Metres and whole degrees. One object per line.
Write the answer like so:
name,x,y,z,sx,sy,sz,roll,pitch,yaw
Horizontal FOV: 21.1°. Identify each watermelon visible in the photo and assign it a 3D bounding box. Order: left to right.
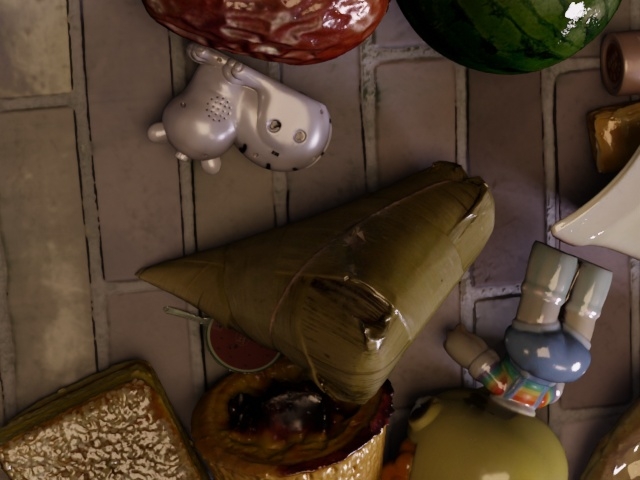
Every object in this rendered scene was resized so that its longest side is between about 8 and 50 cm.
watermelon,0.183,-0.283,1.684,0.242,0.242,0.242,-3,104,-13

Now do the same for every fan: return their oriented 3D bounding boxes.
fan,-0.102,0.094,1.807,0.133,0.005,0.085,21,59,0

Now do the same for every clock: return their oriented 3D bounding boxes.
clock,-0.078,-0.115,1.743,0.176,0.080,0.117,25,96,-17

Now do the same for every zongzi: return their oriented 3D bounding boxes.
zongzi,0.000,0.000,1.790,0.274,0.300,0.145,-50,150,-32

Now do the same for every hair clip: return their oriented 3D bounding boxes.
hair clip,0.395,-0.033,1.844,0.282,0.113,0.172,28,118,-23

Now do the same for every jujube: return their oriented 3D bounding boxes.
jujube,-0.053,-0.254,1.662,0.243,0.183,0.183,2,103,-8

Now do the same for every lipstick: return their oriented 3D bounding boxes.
lipstick,0.433,-0.199,1.848,0.254,0.070,0.070,-6,104,-12

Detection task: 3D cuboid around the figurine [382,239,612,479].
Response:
figurine,0.194,0.191,1.818,0.225,0.205,0.381,4,101,-26

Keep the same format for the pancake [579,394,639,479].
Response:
pancake,0.434,0.257,1.942,0.294,0.049,0.294,-6,117,-11

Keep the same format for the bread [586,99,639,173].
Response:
bread,0.353,-0.119,1.857,0.132,0.053,0.074,-11,106,-13

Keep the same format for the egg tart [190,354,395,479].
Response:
egg tart,-0.023,0.220,1.784,0.215,0.215,0.170,-14,121,-10

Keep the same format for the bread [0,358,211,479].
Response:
bread,-0.210,0.260,1.790,0.184,0.110,0.234,-25,106,-3
